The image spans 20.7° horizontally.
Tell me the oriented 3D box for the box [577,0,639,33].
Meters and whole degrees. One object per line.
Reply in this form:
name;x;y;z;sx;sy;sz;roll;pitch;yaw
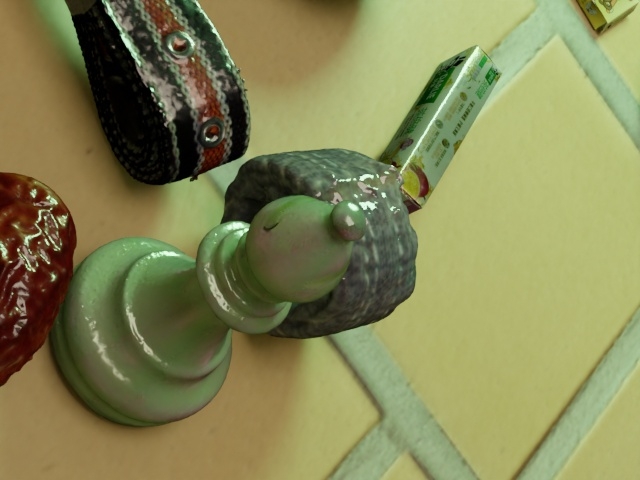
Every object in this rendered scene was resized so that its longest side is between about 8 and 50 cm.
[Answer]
box;0.273;-0.290;1.811;0.073;0.020;0.149;-36;96;-45

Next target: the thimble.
thimble;-0.002;0.000;1.350;0.098;0.150;0.150;-11;78;-41

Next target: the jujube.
jujube;-0.227;0.026;1.166;0.112;0.109;0.176;49;43;-20

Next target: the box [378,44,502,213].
box;0.098;-0.096;1.548;0.041;0.050;0.207;47;47;-16

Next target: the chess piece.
chess piece;-0.060;0.030;1.196;0.139;0.272;0.139;20;57;-35

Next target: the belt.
belt;-0.162;-0.213;1.325;0.094;0.126;0.359;-26;89;-43
